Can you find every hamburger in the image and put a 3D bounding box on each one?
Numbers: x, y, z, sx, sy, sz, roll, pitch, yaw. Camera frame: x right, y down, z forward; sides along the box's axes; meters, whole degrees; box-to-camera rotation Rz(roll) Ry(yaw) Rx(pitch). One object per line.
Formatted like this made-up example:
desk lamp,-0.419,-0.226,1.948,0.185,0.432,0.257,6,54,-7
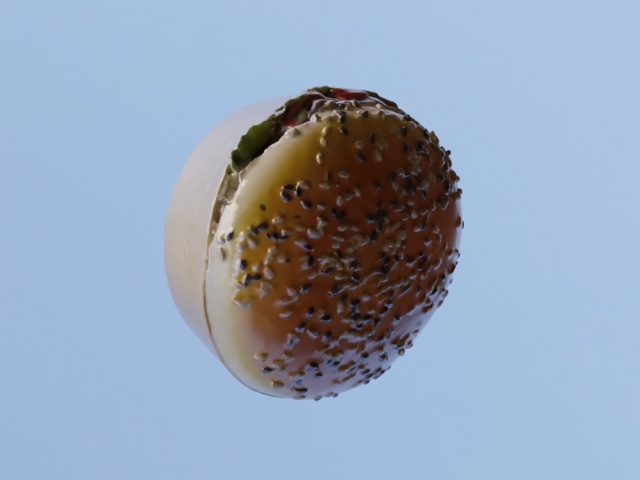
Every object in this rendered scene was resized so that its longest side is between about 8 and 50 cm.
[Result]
hamburger,0.000,0.000,1.589,0.300,0.176,0.300,-13,-70,-39
